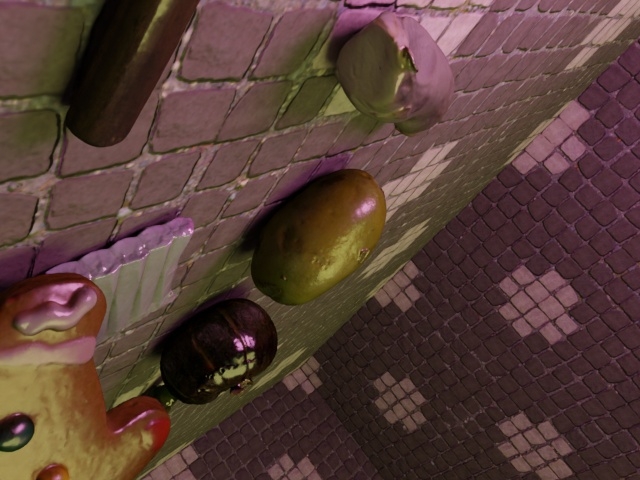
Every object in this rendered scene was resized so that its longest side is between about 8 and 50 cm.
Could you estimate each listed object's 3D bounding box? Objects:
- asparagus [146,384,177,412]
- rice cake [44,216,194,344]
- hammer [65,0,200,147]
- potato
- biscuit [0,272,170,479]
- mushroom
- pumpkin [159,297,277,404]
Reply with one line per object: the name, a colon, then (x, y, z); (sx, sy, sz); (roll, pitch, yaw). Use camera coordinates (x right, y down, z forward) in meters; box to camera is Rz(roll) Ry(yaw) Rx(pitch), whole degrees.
asparagus: (-0.409, 0.405, 1.242); (0.287, 0.080, 0.080); (-46, 165, 13)
rice cake: (-0.242, 0.062, 0.644); (0.189, 0.037, 0.198); (-31, 163, -32)
hammer: (-0.038, -0.218, 0.276); (0.440, 0.044, 0.168); (-47, 163, 31)
potato: (0.000, 0.000, 0.850); (0.253, 0.148, 0.186); (-44, 163, 21)
biscuit: (-0.271, 0.244, 0.542); (0.283, 0.064, 0.432); (-31, 128, -38)
mushroom: (0.105, -0.184, 0.651); (0.109, 0.097, 0.351); (-43, 169, 18)
pumpkin: (-0.186, 0.218, 1.037); (0.238, 0.159, 0.238); (-38, 171, -7)
